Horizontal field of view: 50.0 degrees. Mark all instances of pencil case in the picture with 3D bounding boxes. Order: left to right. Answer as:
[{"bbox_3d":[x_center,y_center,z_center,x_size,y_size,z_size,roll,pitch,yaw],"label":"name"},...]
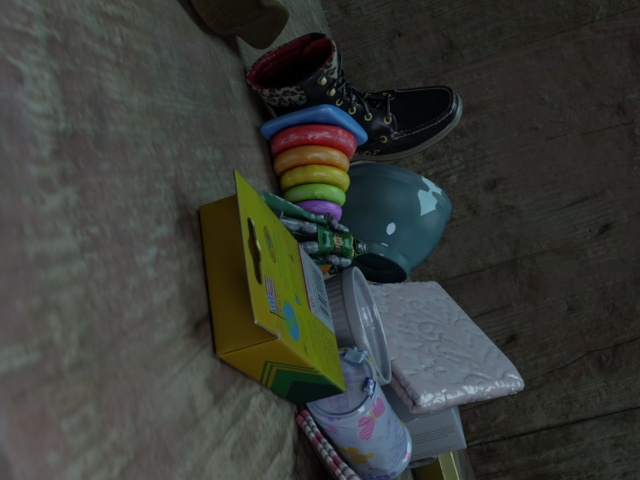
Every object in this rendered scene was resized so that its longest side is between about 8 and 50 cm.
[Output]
[{"bbox_3d":[0.065,0.279,1.076,0.273,0.113,0.124,65,34,-46],"label":"pencil case"}]

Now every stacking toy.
[{"bbox_3d":[-0.010,-0.079,1.256,0.175,0.165,0.302,22,61,-55],"label":"stacking toy"}]

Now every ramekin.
[{"bbox_3d":[0.040,0.157,1.179,0.207,0.109,0.207,-17,90,-79],"label":"ramekin"}]

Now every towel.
[{"bbox_3d":[0.039,0.326,0.919,0.197,0.029,0.144,38,-23,56],"label":"towel"},{"bbox_3d":[0.213,0.204,1.384,0.331,0.053,0.317,0,38,-41],"label":"towel"}]

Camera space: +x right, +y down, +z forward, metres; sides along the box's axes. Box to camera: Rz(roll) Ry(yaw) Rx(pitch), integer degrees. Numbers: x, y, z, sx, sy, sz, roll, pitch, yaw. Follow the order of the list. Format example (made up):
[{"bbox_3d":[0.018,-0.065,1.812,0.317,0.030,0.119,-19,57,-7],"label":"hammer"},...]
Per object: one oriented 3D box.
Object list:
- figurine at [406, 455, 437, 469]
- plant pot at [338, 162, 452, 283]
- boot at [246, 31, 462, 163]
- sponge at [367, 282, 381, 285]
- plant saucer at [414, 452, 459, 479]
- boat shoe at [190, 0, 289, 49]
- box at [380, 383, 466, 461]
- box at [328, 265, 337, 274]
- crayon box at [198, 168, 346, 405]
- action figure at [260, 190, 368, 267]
[{"bbox_3d":[0.192,0.405,1.604,0.215,0.092,0.209,58,14,-53],"label":"figurine"},{"bbox_3d":[0.144,-0.019,1.613,0.293,0.293,0.196,56,46,-54],"label":"plant pot"},{"bbox_3d":[0.065,-0.279,1.344,0.284,0.377,0.138,47,42,-54],"label":"boot"},{"bbox_3d":[0.136,0.162,1.644,0.210,0.031,0.117,10,63,-77],"label":"sponge"},{"bbox_3d":[0.291,0.545,1.862,0.333,0.081,0.333,36,38,-70],"label":"plant saucer"},{"bbox_3d":[-0.161,-0.427,1.159,0.123,0.123,0.342,44,13,11],"label":"boat shoe"},{"bbox_3d":[0.185,0.341,1.406,0.182,0.181,0.119,-90,160,-57],"label":"box"},{"bbox_3d":[0.015,0.023,1.489,0.067,0.018,0.083,-91,160,-55],"label":"box"},{"bbox_3d":[-0.065,0.074,0.878,0.318,0.081,0.202,55,21,-58],"label":"crayon box"},{"bbox_3d":[0.000,0.000,1.143,0.232,0.063,0.137,11,73,-49],"label":"action figure"}]
